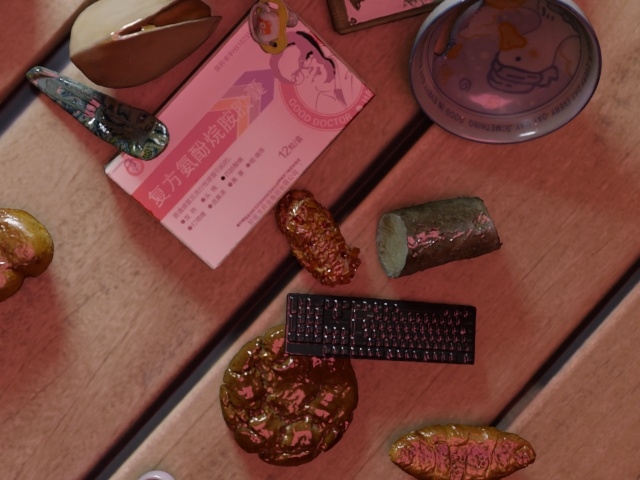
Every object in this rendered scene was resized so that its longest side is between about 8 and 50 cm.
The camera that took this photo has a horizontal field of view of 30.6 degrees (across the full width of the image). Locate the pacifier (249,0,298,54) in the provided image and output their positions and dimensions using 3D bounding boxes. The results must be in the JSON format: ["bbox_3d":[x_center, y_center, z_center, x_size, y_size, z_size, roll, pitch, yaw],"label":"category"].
[{"bbox_3d":[-0.061,-0.302,1.624,0.064,0.068,0.083,-23,126,-41],"label":"pacifier"}]

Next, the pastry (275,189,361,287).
[{"bbox_3d":[-0.002,0.002,1.737,0.087,0.063,0.169,-41,104,-5],"label":"pastry"}]

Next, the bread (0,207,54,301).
[{"bbox_3d":[-0.533,0.067,1.628,0.344,0.084,0.124,-29,82,-5],"label":"bread"}]

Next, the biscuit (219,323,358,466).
[{"bbox_3d":[-0.046,0.237,1.779,0.225,0.042,0.226,-2,101,-12],"label":"biscuit"}]

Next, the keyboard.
[{"bbox_3d":[0.094,0.139,1.780,0.309,0.018,0.101,5,83,-18],"label":"keyboard"}]

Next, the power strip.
[{"bbox_3d":[0.195,-0.390,1.715,0.387,0.066,0.092,-15,101,-6],"label":"power strip"}]

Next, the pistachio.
[{"bbox_3d":[-0.239,-0.284,1.599,0.223,0.152,0.126,-29,101,-25],"label":"pistachio"}]

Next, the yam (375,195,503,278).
[{"bbox_3d":[0.180,-0.011,1.757,0.183,0.107,0.107,-12,102,-12],"label":"yam"}]

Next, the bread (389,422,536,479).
[{"bbox_3d":[0.219,0.338,1.834,0.232,0.076,0.105,0,87,-5],"label":"bread"}]

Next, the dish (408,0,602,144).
[{"bbox_3d":[0.264,-0.284,1.709,0.273,0.134,0.273,2,135,2],"label":"dish"}]

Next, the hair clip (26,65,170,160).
[{"bbox_3d":[-0.309,-0.180,1.632,0.229,0.036,0.066,30,93,8],"label":"hair clip"}]

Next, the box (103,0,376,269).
[{"bbox_3d":[-0.115,-0.158,1.688,0.214,0.069,0.353,43,87,-15],"label":"box"}]

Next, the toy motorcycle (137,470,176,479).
[{"bbox_3d":[-0.318,0.431,1.735,0.254,0.112,0.112,-45,105,0],"label":"toy motorcycle"}]
